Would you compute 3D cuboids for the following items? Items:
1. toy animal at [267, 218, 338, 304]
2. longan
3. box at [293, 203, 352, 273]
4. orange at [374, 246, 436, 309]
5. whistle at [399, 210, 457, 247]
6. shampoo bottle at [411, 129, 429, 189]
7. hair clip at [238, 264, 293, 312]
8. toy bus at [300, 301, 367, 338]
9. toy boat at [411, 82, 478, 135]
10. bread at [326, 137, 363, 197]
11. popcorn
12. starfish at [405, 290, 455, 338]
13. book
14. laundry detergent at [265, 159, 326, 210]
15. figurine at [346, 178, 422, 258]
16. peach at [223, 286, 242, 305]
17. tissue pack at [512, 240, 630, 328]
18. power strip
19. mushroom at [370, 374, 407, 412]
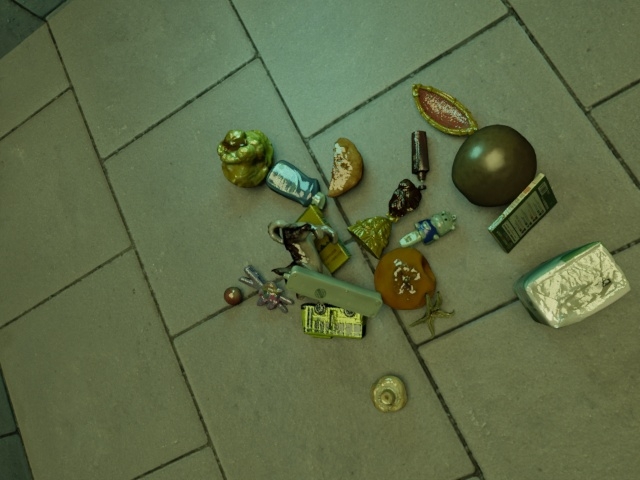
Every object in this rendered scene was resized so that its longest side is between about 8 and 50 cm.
[{"bbox_3d":[-0.087,0.076,1.810,0.302,0.194,0.345,8,105,30],"label":"toy animal"},{"bbox_3d":[0.630,-0.266,1.622,0.297,0.297,0.298,-2,83,17],"label":"longan"},{"bbox_3d":[0.001,0.001,1.861,0.279,0.041,0.153,55,128,14],"label":"box"},{"bbox_3d":[0.318,0.151,1.709,0.248,0.183,0.249,-2,82,15],"label":"orange"},{"bbox_3d":[0.422,-0.041,1.742,0.244,0.092,0.110,-26,56,8],"label":"whistle"},{"bbox_3d":[0.404,-0.323,1.799,0.066,0.068,0.237,-2,83,-4],"label":"shampoo bottle"},{"bbox_3d":[-0.251,0.215,1.926,0.278,0.090,0.137,40,105,17],"label":"hair clip"},{"bbox_3d":[0.054,0.323,1.799,0.261,0.128,0.150,1,87,16],"label":"toy bus"},{"bbox_3d":[0.495,-0.517,1.778,0.318,0.099,0.141,41,100,14],"label":"toy boat"},{"bbox_3d":[0.116,-0.292,1.853,0.133,0.129,0.261,12,89,17],"label":"bread"},{"bbox_3d":[-0.329,-0.357,1.929,0.225,0.276,0.277,0,84,12],"label":"popcorn"},{"bbox_3d":[0.419,0.284,1.690,0.216,0.050,0.224,-19,118,-22],"label":"starfish"},{"bbox_3d":[0.735,-0.092,1.607,0.264,0.202,0.027,-49,46,7],"label":"book"},{"bbox_3d":[-0.091,-0.229,1.930,0.289,0.094,0.143,32,81,15],"label":"laundry detergent"},{"bbox_3d":[0.280,-0.094,1.780,0.315,0.187,0.168,-45,110,-2],"label":"figurine"},{"bbox_3d":[-0.388,0.247,1.968,0.083,0.083,0.083,-2,83,17],"label":"peach"},{"bbox_3d":[0.808,0.152,1.467,0.266,0.356,0.194,-33,75,10],"label":"tissue pack"},{"bbox_3d":[0.042,0.188,1.660,0.384,0.062,0.091,19,116,-7],"label":"power strip"},{"bbox_3d":[0.265,0.594,1.713,0.147,0.112,0.148,0,91,22],"label":"mushroom"}]
